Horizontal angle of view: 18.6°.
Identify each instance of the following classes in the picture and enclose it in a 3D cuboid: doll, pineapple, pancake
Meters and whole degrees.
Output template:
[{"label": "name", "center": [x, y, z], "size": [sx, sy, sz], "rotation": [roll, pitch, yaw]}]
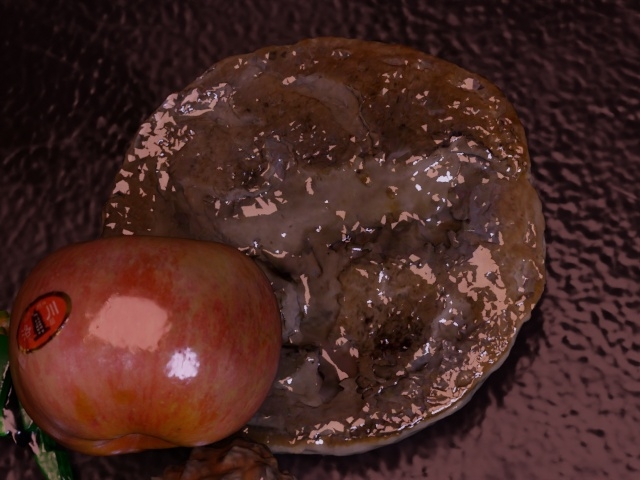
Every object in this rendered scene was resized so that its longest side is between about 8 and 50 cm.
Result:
[{"label": "doll", "center": [-0.275, 0.123, 1.601], "size": [0.186, 0.106, 0.134], "rotation": [13, 86, 10]}, {"label": "pineapple", "center": [-0.088, 0.252, 1.514], "size": [0.193, 0.166, 0.166], "rotation": [-38, 73, -5]}, {"label": "pancake", "center": [-0.001, 0.001, 1.620], "size": [0.386, 0.082, 0.387], "rotation": [-3, 73, 11]}]

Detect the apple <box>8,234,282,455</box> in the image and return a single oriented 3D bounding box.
[{"label": "apple", "center": [-0.136, 0.080, 1.477], "size": [0.209, 0.209, 0.164], "rotation": [-1, 82, 6]}]
